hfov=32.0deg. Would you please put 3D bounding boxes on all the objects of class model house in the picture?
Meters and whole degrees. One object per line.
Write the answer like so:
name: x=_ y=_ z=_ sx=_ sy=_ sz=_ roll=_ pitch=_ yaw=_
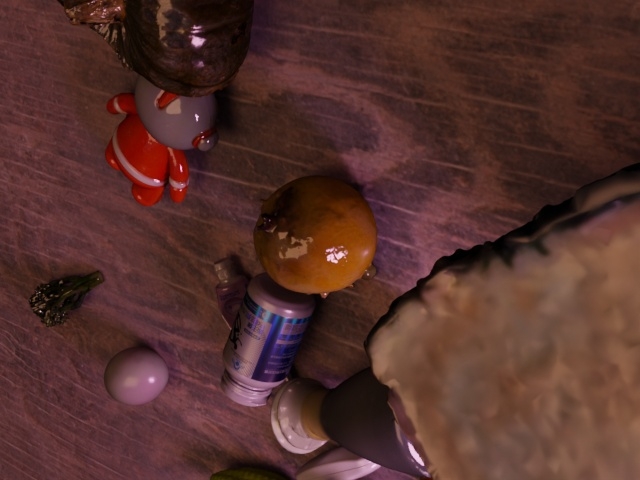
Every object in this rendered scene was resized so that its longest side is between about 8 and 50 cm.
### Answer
model house: x=0.364 y=0.121 z=1.145 sx=0.445 sy=0.400 sz=0.395 roll=-42 pitch=70 yaw=38

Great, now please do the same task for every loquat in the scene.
loquat: x=0.000 y=0.000 z=1.541 sx=0.172 sy=0.149 sz=0.204 roll=-37 pitch=121 yaw=25

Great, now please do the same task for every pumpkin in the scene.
pumpkin: x=-0.225 y=-0.365 z=1.466 sx=0.325 sy=0.242 sz=0.232 roll=41 pitch=141 yaw=12

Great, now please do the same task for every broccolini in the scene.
broccolini: x=-0.477 y=0.098 z=2.070 sx=0.203 sy=0.068 sz=0.091 roll=-34 pitch=69 yaw=45

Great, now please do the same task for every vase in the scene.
vase: x=0.067 y=0.251 z=1.611 sx=0.321 sy=0.173 sz=0.173 roll=-11 pitch=105 yaw=49

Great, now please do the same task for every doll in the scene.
doll: x=-0.236 y=-0.179 z=1.685 sx=0.200 sy=0.105 sz=0.336 roll=53 pitch=144 yaw=8

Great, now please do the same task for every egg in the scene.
egg: x=-0.328 y=0.241 z=1.989 sx=0.135 sy=0.103 sz=0.103 roll=-18 pitch=100 yaw=44

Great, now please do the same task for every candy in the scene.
candy: x=-0.117 y=0.439 z=1.923 sx=0.209 sy=0.097 sz=0.096 roll=7 pitch=117 yaw=43

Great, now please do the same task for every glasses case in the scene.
glasses case: x=0.035 y=0.351 z=1.750 sx=0.193 sy=0.074 sz=0.049 roll=-25 pitch=92 yaw=45

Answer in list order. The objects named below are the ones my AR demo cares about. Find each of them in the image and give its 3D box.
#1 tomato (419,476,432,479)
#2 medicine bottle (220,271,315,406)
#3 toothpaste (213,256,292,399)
tomato: x=0.178 y=0.374 z=1.638 sx=0.087 sy=0.075 sz=0.087 roll=19 pitch=120 yaw=35
medicine bottle: x=-0.085 y=0.152 z=1.693 sx=0.107 sy=0.107 sz=0.191 roll=33 pitch=115 yaw=24
toothpaste: x=-0.096 y=0.166 z=1.786 sx=0.075 sy=0.048 sz=0.301 roll=-16 pitch=104 yaw=34
